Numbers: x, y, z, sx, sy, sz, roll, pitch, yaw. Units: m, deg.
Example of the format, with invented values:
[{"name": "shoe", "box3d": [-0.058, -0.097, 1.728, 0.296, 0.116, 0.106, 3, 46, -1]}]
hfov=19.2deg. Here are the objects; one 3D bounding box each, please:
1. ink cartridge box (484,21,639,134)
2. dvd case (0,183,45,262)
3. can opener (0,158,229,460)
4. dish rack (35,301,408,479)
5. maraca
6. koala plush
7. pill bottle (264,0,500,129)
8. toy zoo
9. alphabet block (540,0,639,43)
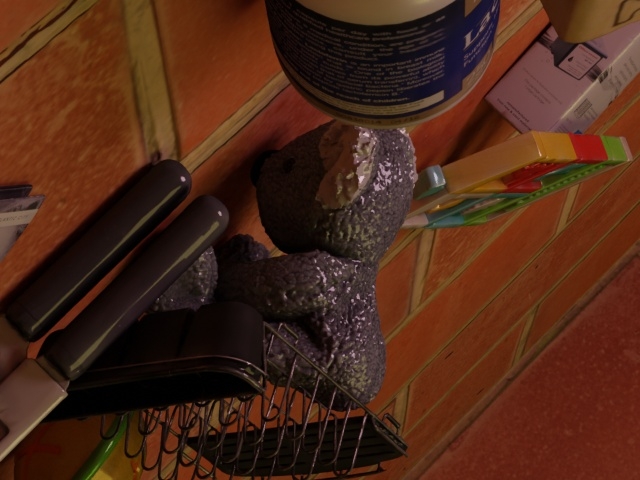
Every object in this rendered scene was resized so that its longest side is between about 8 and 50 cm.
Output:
[{"name": "ink cartridge box", "box3d": [0.272, -0.181, 1.957, 0.190, 0.082, 0.139, -49, 166, 7]}, {"name": "dvd case", "box3d": [-0.274, 0.057, 1.158, 0.221, 0.018, 0.164, -52, 165, 18]}, {"name": "can opener", "box3d": [-0.179, 0.056, 1.295, 0.283, 0.076, 0.095, -45, 175, -11]}, {"name": "dish rack", "box3d": [-0.070, 0.136, 1.421, 0.271, 0.208, 0.074, 43, 48, -44]}, {"name": "maraca", "box3d": [-0.190, 0.165, 1.538, 0.127, 0.099, 0.185, -41, -167, 21]}, {"name": "koala plush", "box3d": [0.000, 0.000, 1.498, 0.221, 0.203, 0.196, -61, 165, 5]}, {"name": "pill bottle", "box3d": [0.035, -0.180, 1.146, 0.153, 0.153, 0.264, -45, 166, -9]}, {"name": "toy zoo", "box3d": [0.177, -0.059, 1.909, 0.192, 0.030, 0.293, -24, 170, 27]}, {"name": "alphabet block", "box3d": [0.217, -0.272, 1.234, 0.193, 0.192, 0.197, -21, 165, -5]}]
